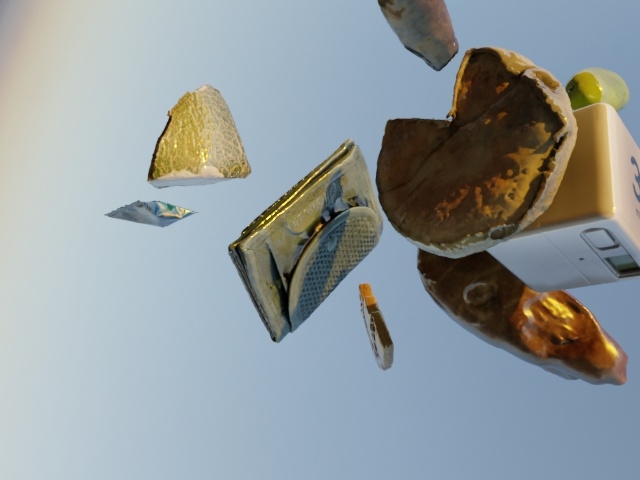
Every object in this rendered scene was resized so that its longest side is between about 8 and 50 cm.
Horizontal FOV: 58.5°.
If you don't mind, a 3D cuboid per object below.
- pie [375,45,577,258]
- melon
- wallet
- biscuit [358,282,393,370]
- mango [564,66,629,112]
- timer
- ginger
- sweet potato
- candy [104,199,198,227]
[{"bbox_3d":[0.211,-0.119,0.839,0.337,0.075,0.337,-19,-116,45],"label":"pie"},{"bbox_3d":[-0.164,-0.130,0.830,0.093,0.140,0.202,-46,-161,59],"label":"melon"},{"bbox_3d":[0.000,0.000,1.047,0.075,0.237,0.342,16,-133,39],"label":"wallet"},{"bbox_3d":[0.125,0.208,1.292,0.238,0.041,0.212,-120,-162,-85],"label":"biscuit"},{"bbox_3d":[0.566,-0.301,1.179,0.117,0.163,0.089,53,-39,9],"label":"mango"},{"bbox_3d":[0.372,-0.054,0.858,0.194,0.192,0.195,-16,-128,41],"label":"timer"},{"bbox_3d":[0.364,0.122,1.094,0.418,0.254,0.176,34,-88,13],"label":"ginger"},{"bbox_3d":[0.060,-0.250,0.441,0.075,0.273,0.075,-10,-134,11],"label":"sweet potato"},{"bbox_3d":[-0.289,-0.047,0.986,0.088,0.136,0.038,-15,-106,35],"label":"candy"}]
